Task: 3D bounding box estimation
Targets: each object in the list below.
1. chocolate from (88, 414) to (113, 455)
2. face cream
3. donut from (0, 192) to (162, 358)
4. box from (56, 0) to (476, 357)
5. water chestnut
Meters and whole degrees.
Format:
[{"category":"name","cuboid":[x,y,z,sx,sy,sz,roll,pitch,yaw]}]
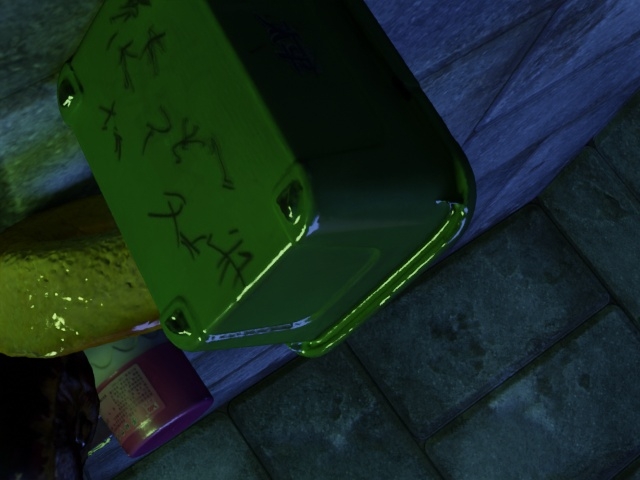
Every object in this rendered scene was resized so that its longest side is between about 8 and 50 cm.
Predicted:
[{"category":"chocolate","cuboid":[-0.402,0.301,1.770,0.321,0.112,0.112,-36,160,1]},{"category":"face cream","cuboid":[-0.305,0.246,1.603,0.175,0.195,0.175,-36,169,-8]},{"category":"donut","cuboid":[-0.200,0.016,0.952,0.302,0.110,0.303,-10,-164,3]},{"category":"box","cuboid":[-0.066,-0.081,0.755,0.177,0.329,0.253,-6,149,-44]},{"category":"water chestnut","cuboid":[-0.416,0.234,1.142,0.300,0.300,0.300,-34,168,-8]}]
